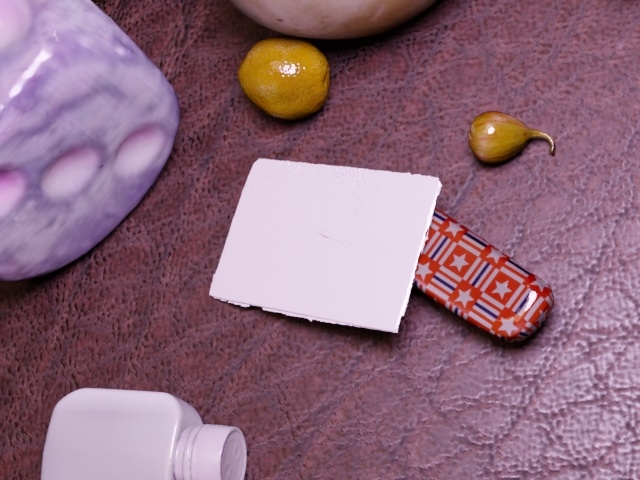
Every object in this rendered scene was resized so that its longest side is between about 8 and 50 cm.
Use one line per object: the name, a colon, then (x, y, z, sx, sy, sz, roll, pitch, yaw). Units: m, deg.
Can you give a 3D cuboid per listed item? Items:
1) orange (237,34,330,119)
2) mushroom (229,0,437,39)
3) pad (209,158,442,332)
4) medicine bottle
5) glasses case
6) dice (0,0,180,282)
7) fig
orange: (-0.037, -0.165, 1.186, 0.095, 0.085, 0.085, 10, 74, 18)
mushroom: (0.011, -0.352, 1.148, 0.292, 0.292, 0.290, -30, 43, 6)
pad: (0.000, 0.000, 1.123, 0.232, 0.004, 0.156, 9, 74, 37)
medicine bottle: (-0.165, 0.202, 1.103, 0.183, 0.069, 0.119, 0, 70, 20)
glasses case: (0.125, 0.026, 1.077, 0.194, 0.049, 0.073, 37, 90, 31)
dice: (-0.324, -0.141, 1.169, 0.271, 0.270, 0.270, -47, 64, -2)
fig: (0.181, -0.096, 1.111, 0.083, 0.050, 0.050, 5, 72, 2)
